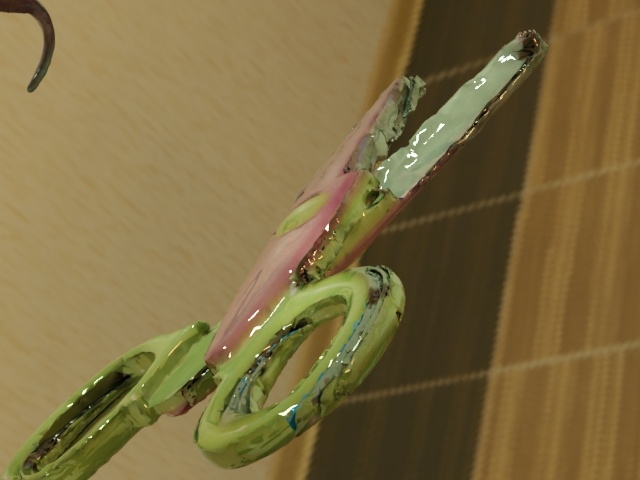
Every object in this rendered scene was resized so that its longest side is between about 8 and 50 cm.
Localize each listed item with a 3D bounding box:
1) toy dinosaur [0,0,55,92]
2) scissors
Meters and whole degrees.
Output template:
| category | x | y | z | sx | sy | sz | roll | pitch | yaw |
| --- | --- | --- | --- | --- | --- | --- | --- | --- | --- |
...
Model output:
| category | x | y | z | sx | sy | sz | roll | pitch | yaw |
| --- | --- | --- | --- | --- | --- | --- | --- | --- | --- |
| toy dinosaur | -0.148 | -0.137 | 0.578 | 0.045 | 0.197 | 0.080 | 6 | 55 | 29 |
| scissors | 0.000 | 0.000 | 0.405 | 0.133 | 0.020 | 0.187 | -19 | 23 | 47 |
